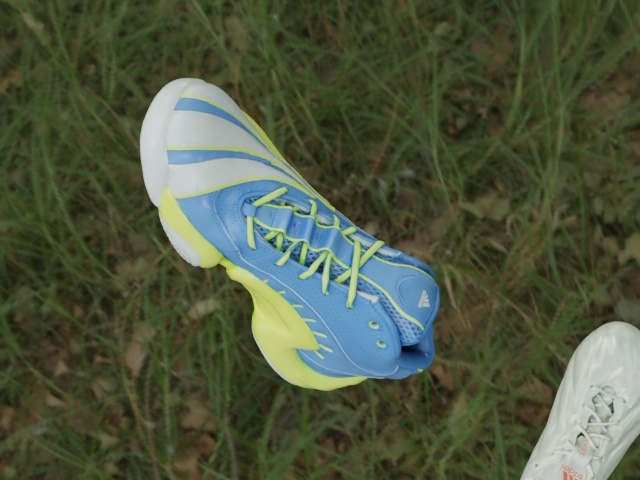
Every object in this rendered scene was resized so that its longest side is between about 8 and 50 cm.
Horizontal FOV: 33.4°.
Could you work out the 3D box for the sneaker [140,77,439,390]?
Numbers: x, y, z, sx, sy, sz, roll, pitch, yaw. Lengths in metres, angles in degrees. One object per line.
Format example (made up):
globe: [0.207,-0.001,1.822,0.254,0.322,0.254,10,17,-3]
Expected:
sneaker: [0.000,0.000,0.607,0.126,0.240,0.091,1,52,31]

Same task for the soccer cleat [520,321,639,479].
soccer cleat: [0.192,0.154,0.793,0.068,0.076,0.196,26,106,22]
